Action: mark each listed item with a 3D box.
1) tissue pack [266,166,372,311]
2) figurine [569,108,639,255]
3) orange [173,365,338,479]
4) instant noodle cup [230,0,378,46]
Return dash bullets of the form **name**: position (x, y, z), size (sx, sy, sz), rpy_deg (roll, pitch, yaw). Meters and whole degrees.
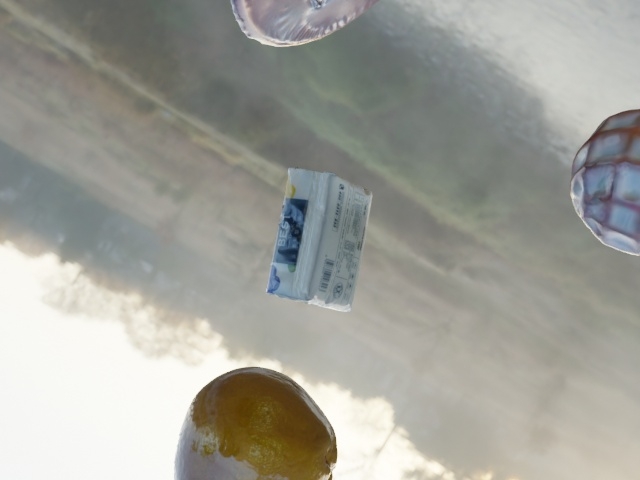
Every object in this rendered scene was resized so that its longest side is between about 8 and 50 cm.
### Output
- **tissue pack**: position (0.000, 0.000, 0.736), size (0.042, 0.083, 0.062), rpy_deg (9, 175, 33)
- **figurine**: position (0.224, -0.023, 0.369), size (0.282, 0.370, 0.167), rpy_deg (1, 136, 12)
- **orange**: position (-0.054, 0.189, 0.993), size (0.136, 0.158, 0.159), rpy_deg (8, 176, 7)
- **instant noodle cup**: position (-0.040, -0.294, 0.766), size (0.231, 0.243, 0.243), rpy_deg (44, -177, 19)
